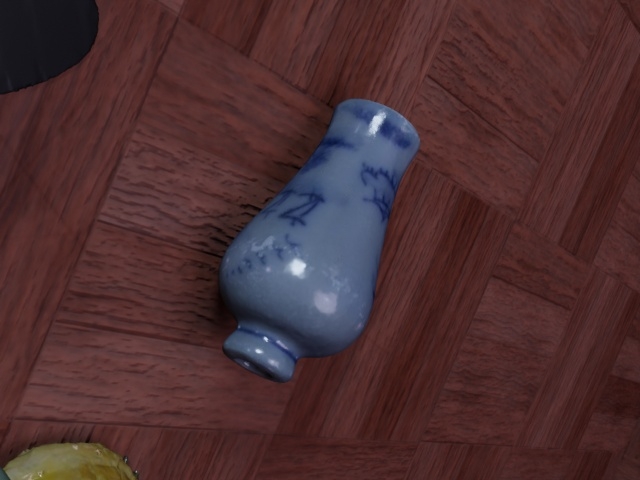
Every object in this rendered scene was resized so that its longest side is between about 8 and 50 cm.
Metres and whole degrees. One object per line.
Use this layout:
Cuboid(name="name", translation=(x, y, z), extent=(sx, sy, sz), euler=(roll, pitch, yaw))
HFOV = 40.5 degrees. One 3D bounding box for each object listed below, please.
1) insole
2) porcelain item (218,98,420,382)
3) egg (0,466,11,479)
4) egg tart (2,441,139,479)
Cuboid(name="insole", translation=(-0.234, -0.123, 0.525), extent=(0.232, 0.003, 0.080), euler=(-18, 122, -44))
Cuboid(name="porcelain item", translation=(0.000, 0.000, 0.777), extent=(0.259, 0.141, 0.141), euler=(-63, 144, -16))
Cuboid(name="egg", translation=(-0.276, 0.227, 0.527), extent=(0.231, 0.168, 0.168), euler=(-57, 143, -5))
Cuboid(name="egg tart", translation=(-0.223, 0.281, 0.692), extent=(0.252, 0.098, 0.232), euler=(-42, 141, -34))
